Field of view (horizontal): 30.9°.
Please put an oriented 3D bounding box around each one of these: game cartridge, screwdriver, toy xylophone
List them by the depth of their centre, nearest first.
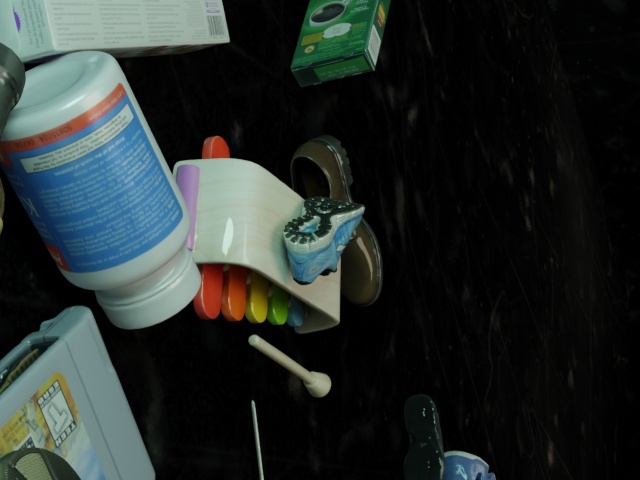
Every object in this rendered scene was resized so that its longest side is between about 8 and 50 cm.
[{"bbox_3d":[-0.228,0.204,0.896,0.198,0.062,0.297,69,27,-19],"label":"game cartridge"},{"bbox_3d":[-0.062,0.262,1.284,0.024,0.025,0.170,17,68,-64],"label":"screwdriver"},{"bbox_3d":[-0.058,0.038,1.290,0.322,0.081,0.236,47,41,-53],"label":"toy xylophone"}]

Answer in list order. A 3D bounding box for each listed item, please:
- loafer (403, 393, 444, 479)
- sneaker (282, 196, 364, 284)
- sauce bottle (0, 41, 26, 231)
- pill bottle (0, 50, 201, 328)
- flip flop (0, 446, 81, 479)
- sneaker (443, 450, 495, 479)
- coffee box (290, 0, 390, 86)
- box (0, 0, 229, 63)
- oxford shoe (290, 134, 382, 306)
[{"bbox_3d":[0.160,0.318,1.729,0.061,0.062,0.170,43,46,-62],"label":"loafer"},{"bbox_3d":[0.000,0.000,1.280,0.162,0.063,0.073,-40,138,-58],"label":"sneaker"},{"bbox_3d":[-0.275,0.006,0.772,0.111,0.111,0.344,54,38,-48],"label":"sauce bottle"},{"bbox_3d":[-0.184,-0.036,0.978,0.124,0.124,0.221,-66,141,-50],"label":"pill bottle"},{"bbox_3d":[-0.198,0.282,0.793,0.112,0.080,0.277,24,46,-57],"label":"flip flop"},{"bbox_3d":[0.231,0.497,1.777,0.315,0.127,0.182,62,34,-25],"label":"sneaker"},{"bbox_3d":[0.032,-0.289,1.559,0.040,0.113,0.184,58,32,-41],"label":"coffee box"},{"bbox_3d":[-0.188,-0.208,1.096,0.324,0.063,0.067,-27,106,-65],"label":"box"},{"bbox_3d":[0.010,-0.014,1.477,0.096,0.083,0.227,-33,103,-59],"label":"oxford shoe"}]
